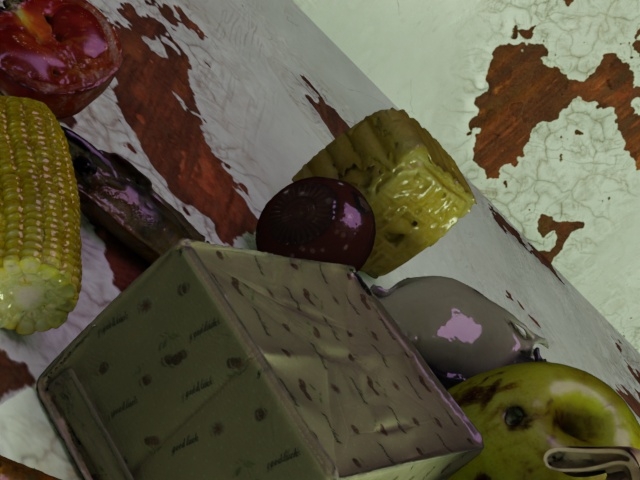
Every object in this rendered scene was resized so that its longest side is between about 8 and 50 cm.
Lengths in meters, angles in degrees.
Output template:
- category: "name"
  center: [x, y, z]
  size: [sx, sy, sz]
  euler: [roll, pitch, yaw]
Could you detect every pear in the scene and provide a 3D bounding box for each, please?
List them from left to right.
- category: "pear"
  center: [0.212, 0.263, 1.078]
  size: [0.283, 0.283, 0.283]
  euler: [43, 19, -18]

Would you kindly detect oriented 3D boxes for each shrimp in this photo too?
- category: "shrimp"
  center: [-0.198, -0.043, 1.122]
  size: [0.253, 0.058, 0.173]
  euler: [43, 10, -27]

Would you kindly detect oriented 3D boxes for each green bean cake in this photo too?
- category: "green bean cake"
  center: [0.096, -0.064, 1.578]
  size: [0.230, 0.224, 0.131]
  euler: [34, 23, -48]

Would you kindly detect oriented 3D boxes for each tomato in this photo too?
- category: "tomato"
  center: [-0.297, -0.187, 1.128]
  size: [0.139, 0.091, 0.159]
  euler: [40, 45, 2]

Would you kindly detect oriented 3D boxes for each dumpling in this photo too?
- category: "dumpling"
  center: [0.127, 0.150, 1.250]
  size: [0.293, 0.204, 0.163]
  euler: [19, 36, -13]

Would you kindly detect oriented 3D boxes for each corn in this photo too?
- category: "corn"
  center: [-0.253, -0.031, 0.899]
  size: [0.093, 0.093, 0.244]
  euler: [32, 25, -42]

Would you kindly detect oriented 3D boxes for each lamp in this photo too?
- category: "lamp"
  center: [-0.003, -0.003, 1.351]
  size: [0.156, 0.157, 0.135]
  euler: [44, -7, 36]

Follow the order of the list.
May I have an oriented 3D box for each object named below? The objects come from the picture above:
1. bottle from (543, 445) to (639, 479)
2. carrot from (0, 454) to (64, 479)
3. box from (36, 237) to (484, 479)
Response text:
- category: "bottle"
  center: [0.185, 0.313, 0.884]
  size: [0.173, 0.297, 0.206]
  euler: [17, 36, -56]
- category: "carrot"
  center: [-0.206, 0.164, 0.664]
  size: [0.186, 0.060, 0.060]
  euler: [32, 24, -29]
- category: "box"
  center: [-0.037, 0.149, 0.879]
  size: [0.225, 0.190, 0.297]
  euler: [54, 18, 22]
